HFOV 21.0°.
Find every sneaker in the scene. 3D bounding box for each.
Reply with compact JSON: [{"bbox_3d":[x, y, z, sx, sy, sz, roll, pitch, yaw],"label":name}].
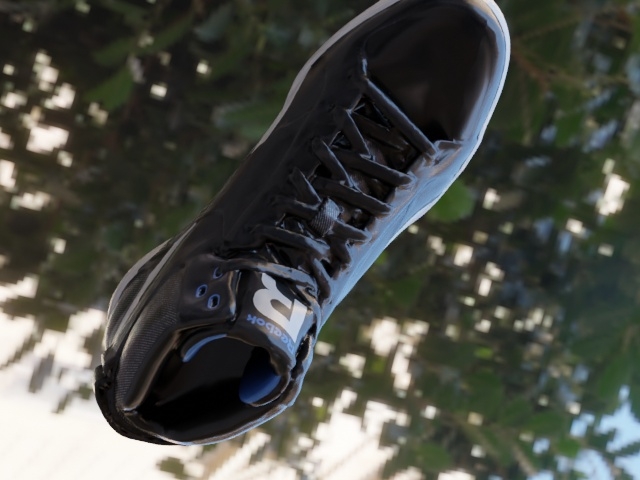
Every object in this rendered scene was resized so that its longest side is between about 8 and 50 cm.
[{"bbox_3d":[0.000,0.000,0.661,0.217,0.079,0.121,-47,-163,14],"label":"sneaker"}]
